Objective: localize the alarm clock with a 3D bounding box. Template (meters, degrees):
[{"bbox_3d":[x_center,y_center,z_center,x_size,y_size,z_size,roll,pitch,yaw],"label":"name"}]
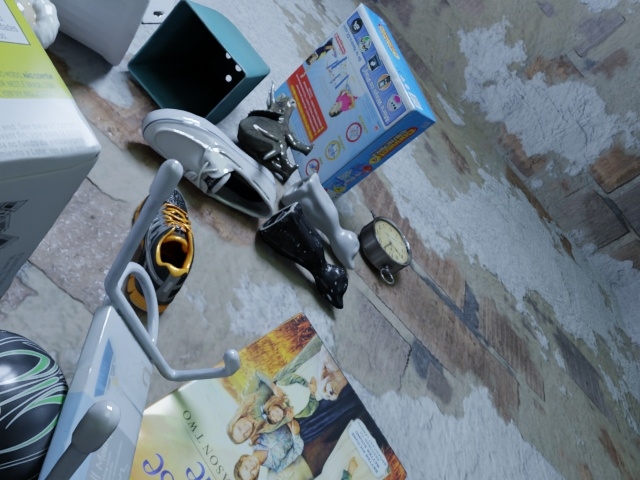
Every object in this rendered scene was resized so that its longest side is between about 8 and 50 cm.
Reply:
[{"bbox_3d":[0.145,0.026,1.207,0.129,0.064,0.192,36,33,-25],"label":"alarm clock"}]

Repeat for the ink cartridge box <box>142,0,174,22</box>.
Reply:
[{"bbox_3d":[-0.344,-0.536,1.071,0.060,0.180,0.104,20,28,16],"label":"ink cartridge box"}]

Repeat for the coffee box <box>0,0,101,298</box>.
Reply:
[{"bbox_3d":[-0.421,-0.076,0.327,0.334,0.337,0.338,57,33,7],"label":"coffee box"}]

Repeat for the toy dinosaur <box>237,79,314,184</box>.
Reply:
[{"bbox_3d":[-0.106,-0.192,1.054,0.160,0.121,0.313,39,28,-7],"label":"toy dinosaur"}]

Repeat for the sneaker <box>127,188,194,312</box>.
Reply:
[{"bbox_3d":[-0.213,-0.002,0.762,0.084,0.083,0.215,24,41,-35],"label":"sneaker"}]

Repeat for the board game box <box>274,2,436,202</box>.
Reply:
[{"bbox_3d":[0.057,-0.293,1.179,0.086,0.302,0.308,11,51,-47],"label":"board game box"}]

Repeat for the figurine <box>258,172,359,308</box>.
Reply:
[{"bbox_3d":[0.000,0.000,1.042,0.209,0.092,0.215,52,30,-17],"label":"figurine"}]

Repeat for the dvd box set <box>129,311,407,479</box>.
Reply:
[{"bbox_3d":[-0.068,0.293,0.681,0.308,0.062,0.420,57,32,7],"label":"dvd box set"}]

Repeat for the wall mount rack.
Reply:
[{"bbox_3d":[-0.150,0.123,0.449,0.304,0.130,0.350,80,5,-46],"label":"wall mount rack"}]

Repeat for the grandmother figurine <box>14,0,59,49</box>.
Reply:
[{"bbox_3d":[-0.473,-0.266,0.608,0.104,0.208,0.342,22,23,34],"label":"grandmother figurine"}]

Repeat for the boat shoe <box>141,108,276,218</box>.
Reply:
[{"bbox_3d":[-0.182,-0.119,0.910,0.267,0.096,0.088,36,30,-39],"label":"boat shoe"}]

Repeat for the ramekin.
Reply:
[{"bbox_3d":[-0.335,-0.436,0.855,0.135,0.277,0.277,22,43,-28],"label":"ramekin"}]

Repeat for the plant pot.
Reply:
[{"bbox_3d":[-0.200,-0.325,1.022,0.166,0.165,0.234,50,24,-4],"label":"plant pot"}]

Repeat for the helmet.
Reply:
[{"bbox_3d":[-0.293,0.151,0.446,0.161,0.169,0.169,-23,77,-44],"label":"helmet"}]
